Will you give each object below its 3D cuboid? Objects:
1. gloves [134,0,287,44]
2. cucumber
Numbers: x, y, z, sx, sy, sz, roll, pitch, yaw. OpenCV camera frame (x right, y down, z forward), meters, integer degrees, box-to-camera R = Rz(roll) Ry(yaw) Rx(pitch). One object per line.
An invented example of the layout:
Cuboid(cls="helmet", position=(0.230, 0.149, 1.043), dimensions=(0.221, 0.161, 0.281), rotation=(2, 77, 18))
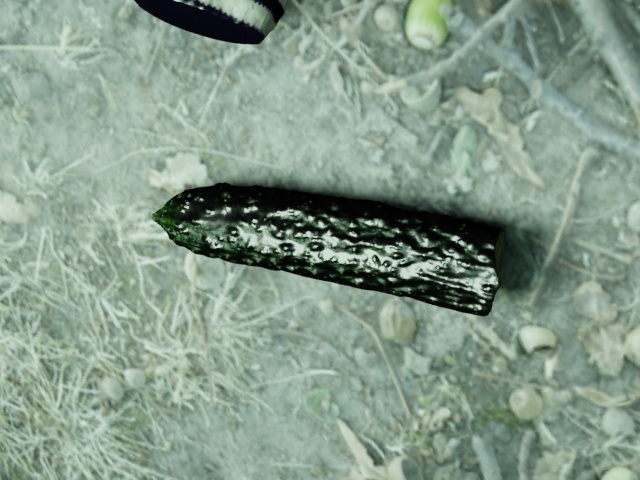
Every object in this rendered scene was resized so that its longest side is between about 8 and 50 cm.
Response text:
Cuboid(cls="gloves", position=(-0.059, -0.261, 1.057), dimensions=(0.140, 0.131, 0.219), rotation=(14, 82, 20))
Cuboid(cls="cucumber", position=(-0.001, -0.001, 1.136), dimensions=(0.300, 0.072, 0.072), rotation=(10, 111, 20))
